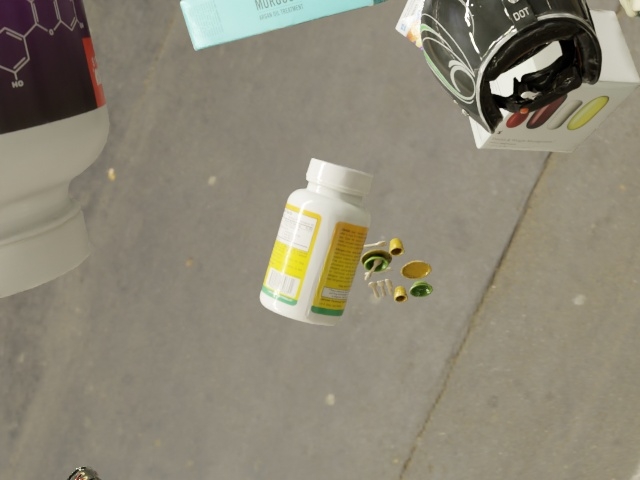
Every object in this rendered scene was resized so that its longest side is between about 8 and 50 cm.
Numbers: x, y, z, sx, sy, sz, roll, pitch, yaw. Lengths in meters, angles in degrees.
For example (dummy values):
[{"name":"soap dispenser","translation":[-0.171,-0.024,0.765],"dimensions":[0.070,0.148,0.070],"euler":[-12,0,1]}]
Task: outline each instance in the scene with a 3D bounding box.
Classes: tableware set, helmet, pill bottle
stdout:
[{"name":"tableware set","translation":[0.120,0.050,1.317],"dimensions":[0.104,0.154,0.024],"euler":[-11,51,9]},{"name":"helmet","translation":[0.173,-0.199,0.806],"dimensions":[0.169,0.169,0.161],"euler":[-44,45,24]},{"name":"pill bottle","translation":[-0.225,-0.132,0.470],"dimensions":[0.182,0.181,0.322],"euler":[5,112,40]},{"name":"pill bottle","translation":[0.000,0.000,1.148],"dimensions":[0.118,0.118,0.208],"euler":[21,97,40]}]

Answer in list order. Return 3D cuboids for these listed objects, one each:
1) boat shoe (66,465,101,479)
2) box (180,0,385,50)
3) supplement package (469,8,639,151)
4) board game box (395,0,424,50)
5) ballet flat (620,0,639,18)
[{"name":"boat shoe","translation":[-0.254,0.271,0.910],"dimensions":[0.049,0.042,0.133],"euler":[-46,8,-18]},{"name":"box","translation":[-0.030,-0.274,0.950],"dimensions":[0.244,0.100,0.060],"euler":[-4,111,34]},{"name":"supplement package","translation":[0.371,-0.262,1.403],"dimensions":[0.203,0.194,0.149],"euler":[121,144,-58]},{"name":"board game box","translation":[0.311,-0.485,1.598],"dimensions":[0.233,0.078,0.347],"euler":[44,133,22]},{"name":"ballet flat","translation":[0.426,-0.333,1.094],"dimensions":[0.086,0.248,0.086],"euler":[1,99,8]}]
